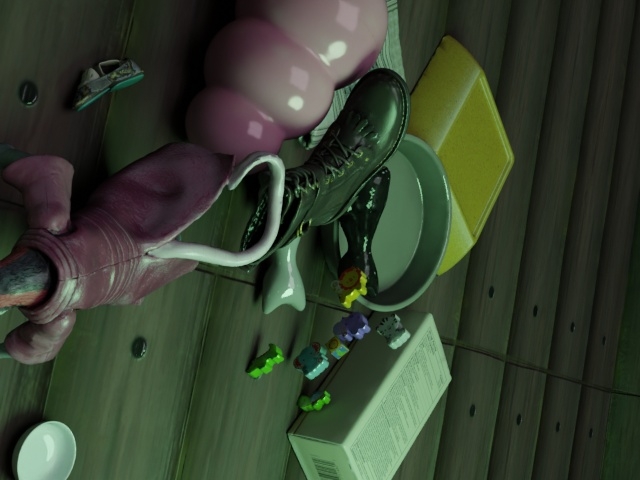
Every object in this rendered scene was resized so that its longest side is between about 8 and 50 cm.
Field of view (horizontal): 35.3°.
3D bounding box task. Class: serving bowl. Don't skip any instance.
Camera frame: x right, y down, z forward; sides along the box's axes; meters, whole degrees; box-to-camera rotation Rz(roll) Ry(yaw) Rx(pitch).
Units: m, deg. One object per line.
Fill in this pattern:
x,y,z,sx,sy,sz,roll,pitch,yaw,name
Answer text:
-0.316,0.243,1.135,0.083,0.027,0.083,-11,104,-54,serving bowl

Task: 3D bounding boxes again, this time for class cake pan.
0.107,-0.031,1.652,0.293,0.054,0.293,-10,104,-44,cake pan

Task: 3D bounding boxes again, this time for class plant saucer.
0.260,-0.156,1.873,0.332,0.081,0.332,-61,138,-32,plant saucer

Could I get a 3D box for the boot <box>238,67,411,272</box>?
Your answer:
0.006,-0.086,1.246,0.263,0.091,0.229,-61,168,23,boot

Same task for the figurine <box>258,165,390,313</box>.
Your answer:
0.000,0.000,1.474,0.215,0.092,0.209,-9,107,-29,figurine

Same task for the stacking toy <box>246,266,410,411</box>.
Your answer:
0.014,0.154,1.508,0.221,0.052,0.167,-40,136,4,stacking toy

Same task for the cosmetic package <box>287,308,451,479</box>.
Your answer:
0.089,0.268,1.649,0.309,0.113,0.160,-50,132,-40,cosmetic package

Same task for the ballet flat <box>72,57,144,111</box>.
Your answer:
-0.255,-0.185,1.171,0.114,0.041,0.041,-41,126,-46,ballet flat

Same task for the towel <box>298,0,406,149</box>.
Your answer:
0.047,-0.335,1.566,0.312,0.056,0.324,-29,117,-50,towel

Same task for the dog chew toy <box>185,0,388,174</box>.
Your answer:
-0.057,-0.227,1.313,0.331,0.207,0.206,-56,139,-11,dog chew toy

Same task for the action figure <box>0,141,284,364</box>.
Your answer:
-0.230,0.030,1.044,0.370,0.276,0.248,-33,127,-65,action figure
